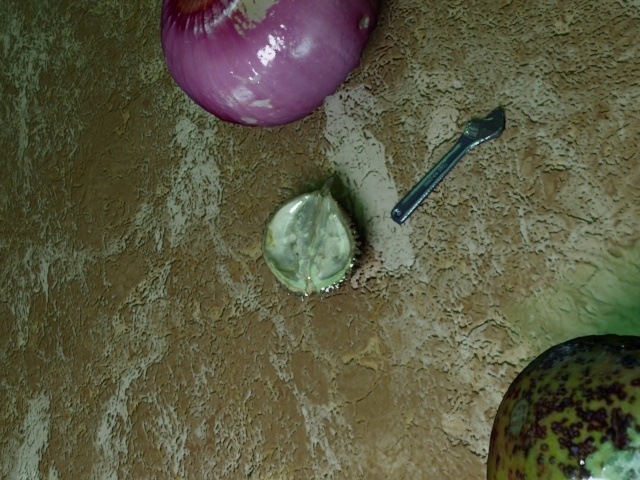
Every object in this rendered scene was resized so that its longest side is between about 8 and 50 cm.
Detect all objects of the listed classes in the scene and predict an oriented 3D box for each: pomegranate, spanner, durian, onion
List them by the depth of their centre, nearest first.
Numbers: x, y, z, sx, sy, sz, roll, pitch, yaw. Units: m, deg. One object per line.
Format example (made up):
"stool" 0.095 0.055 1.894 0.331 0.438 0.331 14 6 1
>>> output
"pomegranate" 0.321 0.184 0.720 0.285 0.285 0.341 24 57 36
"spanner" 0.172 -0.099 1.027 0.208 0.012 0.046 -47 57 14
"durian" 0.000 0.000 1.069 0.149 0.091 0.188 6 76 22
"onion" -0.095 -0.361 1.111 0.358 0.345 0.358 -33 25 17
